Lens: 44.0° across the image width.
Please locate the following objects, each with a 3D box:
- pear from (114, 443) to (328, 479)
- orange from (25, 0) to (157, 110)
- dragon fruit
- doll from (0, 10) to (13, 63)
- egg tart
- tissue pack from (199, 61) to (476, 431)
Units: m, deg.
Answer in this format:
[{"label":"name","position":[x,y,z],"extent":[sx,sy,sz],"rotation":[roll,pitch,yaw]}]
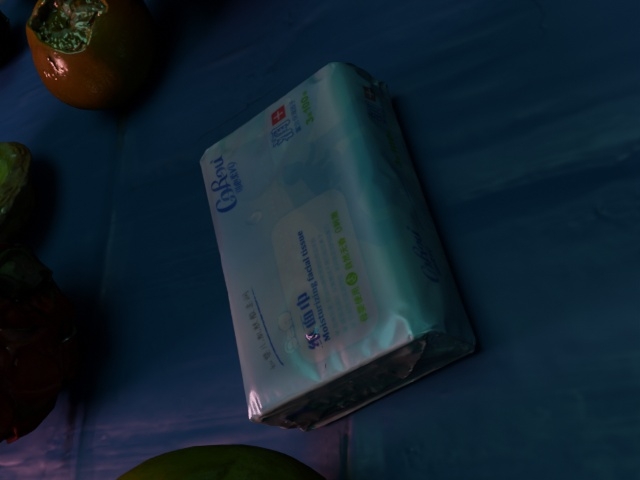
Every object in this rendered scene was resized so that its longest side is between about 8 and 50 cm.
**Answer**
[{"label":"pear","position":[-0.064,0.232,0.538],"extent":[0.200,0.200,0.200],"rotation":[-16,62,32]},{"label":"orange","position":[-0.267,-0.230,0.923],"extent":[0.154,0.134,0.155],"rotation":[-17,64,39]},{"label":"dragon fruit","position":[-0.378,0.116,0.802],"extent":[0.293,0.234,0.234],"rotation":[-35,53,14]},{"label":"doll","position":[-0.529,-0.275,1.184],"extent":[0.248,0.088,0.127],"rotation":[-26,77,38]},{"label":"egg tart","position":[-0.417,-0.041,0.981],"extent":[0.191,0.074,0.191],"rotation":[-19,48,23]},{"label":"tissue pack","position":[0.000,0.000,0.646],"extent":[0.177,0.089,0.263],"rotation":[-31,54,26]}]
